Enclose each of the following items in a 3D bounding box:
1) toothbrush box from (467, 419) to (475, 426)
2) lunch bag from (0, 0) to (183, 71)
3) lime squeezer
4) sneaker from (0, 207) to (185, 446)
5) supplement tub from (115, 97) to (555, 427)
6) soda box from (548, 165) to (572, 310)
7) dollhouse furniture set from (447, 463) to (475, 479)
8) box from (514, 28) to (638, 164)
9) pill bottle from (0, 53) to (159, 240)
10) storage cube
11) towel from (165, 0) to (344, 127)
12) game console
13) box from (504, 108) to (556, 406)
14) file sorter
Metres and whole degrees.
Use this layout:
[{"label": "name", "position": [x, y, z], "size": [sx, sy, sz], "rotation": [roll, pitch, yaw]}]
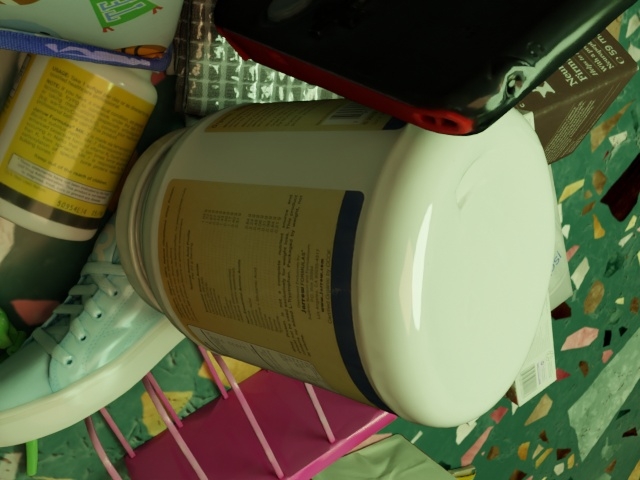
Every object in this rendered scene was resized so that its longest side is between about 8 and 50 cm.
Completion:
[{"label": "toothbrush box", "position": [0.118, 0.052, 0.789], "size": [0.126, 0.216, 0.296], "rotation": [-38, 123, -13]}, {"label": "lunch bag", "position": [-0.254, -0.277, 0.351], "size": [0.385, 0.328, 0.239], "rotation": [6, 69, -20]}, {"label": "lime squeezer", "position": [-0.350, 0.131, 0.646], "size": [0.110, 0.059, 0.311], "rotation": [-37, 123, -14]}, {"label": "sneaker", "position": [-0.204, 0.043, 0.645], "size": [0.366, 0.135, 0.150], "rotation": [-39, 119, -34]}, {"label": "supplement tub", "position": [0.000, 0.000, 0.517], "size": [0.228, 0.316, 0.229], "rotation": [-10, 104, -47]}, {"label": "soda box", "position": [0.289, -0.021, 0.931], "size": [0.091, 0.098, 0.287], "rotation": [-31, 121, -16]}, {"label": "dollhouse furniture set", "position": [0.220, 0.445, 1.088], "size": [0.151, 0.058, 0.076], "rotation": [0, 109, -30]}, {"label": "box", "position": [0.215, -0.175, 0.748], "size": [0.203, 0.169, 0.167], "rotation": [-25, 159, -19]}, {"label": "pill bottle", "position": [-0.226, -0.115, 0.586], "size": [0.119, 0.119, 0.209], "rotation": [24, 96, -34]}, {"label": "storage cube", "position": [0.098, 0.435, 0.928], "size": [0.183, 0.215, 0.193], "rotation": [-12, 107, -25]}, {"label": "towel", "position": [-0.032, -0.250, 0.647], "size": [0.234, 0.121, 0.284], "rotation": [-3, 110, -28]}, {"label": "game console", "position": [0.124, -0.242, 0.467], "size": [0.386, 0.342, 0.060], "rotation": [-40, 126, -10]}, {"label": "box", "position": [0.189, 0.025, 0.652], "size": [0.067, 0.063, 0.324], "rotation": [-29, 120, -22]}, {"label": "file sorter", "position": [-0.106, 0.168, 0.716], "size": [0.290, 0.202, 0.182], "rotation": [-30, 117, -17]}]
